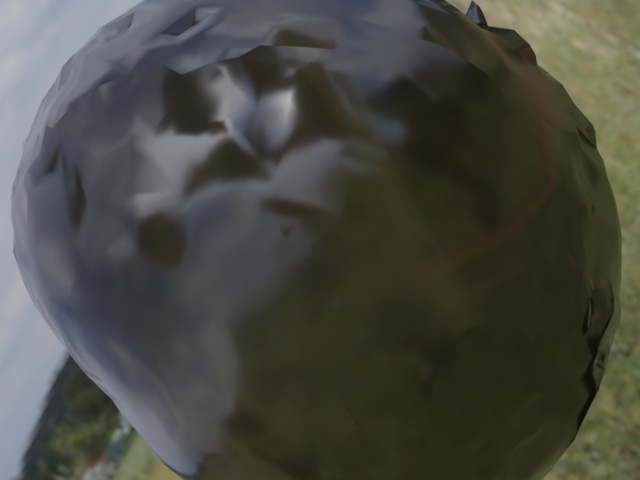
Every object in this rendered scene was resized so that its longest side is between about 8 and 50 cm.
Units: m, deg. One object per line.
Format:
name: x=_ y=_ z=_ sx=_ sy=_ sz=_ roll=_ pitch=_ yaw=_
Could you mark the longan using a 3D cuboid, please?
longan: x=0.007 y=0.000 z=1.178 sx=0.404 sy=0.436 sz=0.404 roll=-40 pitch=0 yaw=0
